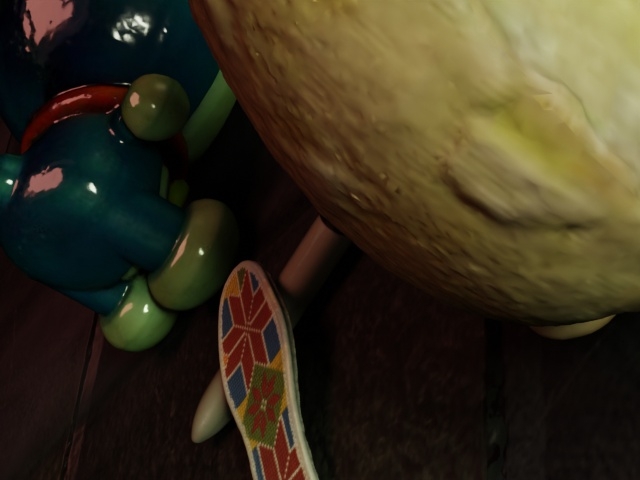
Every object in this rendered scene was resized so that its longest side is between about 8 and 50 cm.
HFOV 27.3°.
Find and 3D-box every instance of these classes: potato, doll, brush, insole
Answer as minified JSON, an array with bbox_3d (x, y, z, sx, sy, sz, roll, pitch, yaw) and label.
[{"bbox_3d":[-0.009,-0.106,0.419,0.211,0.264,0.189,-17,42,51],"label":"potato"},{"bbox_3d":[-0.135,-0.101,0.889,0.198,0.186,0.322,-42,35,43],"label":"doll"},{"bbox_3d":[0.000,0.000,0.678,0.039,0.042,0.299,47,118,23],"label":"brush"},{"bbox_3d":[-0.027,0.083,0.652,0.065,0.006,0.193,-54,35,34],"label":"insole"}]

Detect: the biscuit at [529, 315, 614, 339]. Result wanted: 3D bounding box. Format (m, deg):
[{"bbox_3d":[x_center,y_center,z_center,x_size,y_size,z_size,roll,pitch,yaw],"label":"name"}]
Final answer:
[{"bbox_3d":[0.135,-0.132,0.508,0.217,0.044,0.324,-48,29,34],"label":"biscuit"}]
